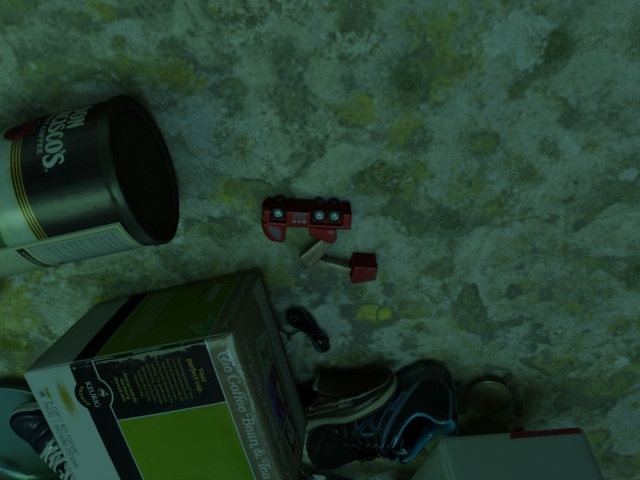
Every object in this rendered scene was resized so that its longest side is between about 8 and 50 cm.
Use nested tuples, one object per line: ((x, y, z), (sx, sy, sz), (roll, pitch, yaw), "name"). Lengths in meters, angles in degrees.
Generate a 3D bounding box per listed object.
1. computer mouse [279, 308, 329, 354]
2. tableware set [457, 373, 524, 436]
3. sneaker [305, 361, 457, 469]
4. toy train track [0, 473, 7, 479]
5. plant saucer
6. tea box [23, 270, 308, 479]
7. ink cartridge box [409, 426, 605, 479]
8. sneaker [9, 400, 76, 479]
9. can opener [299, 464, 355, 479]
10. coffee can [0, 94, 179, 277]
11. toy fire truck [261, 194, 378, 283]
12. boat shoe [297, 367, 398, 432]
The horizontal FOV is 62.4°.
((-0.088, 0.199, 0.969), (0.193, 0.042, 0.106), (-28, 118, 13), "computer mouse")
((0.346, 0.355, 1.082), (0.128, 0.039, 0.194), (-2, 115, 13), "tableware set")
((0.108, 0.365, 1.018), (0.341, 0.139, 0.125), (-38, 115, 19), "sneaker")
((-0.670, 0.469, 1.073), (0.048, 0.014, 0.083), (-37, 110, 26), "toy train track")
((-0.603, 0.398, 1.066), (0.318, 0.043, 0.317), (-1, 120, -2), "plant saucer")
((-0.219, 0.264, 0.861), (0.324, 0.220, 0.328), (-11, 109, 9), "tea box")
((0.325, 0.519, 1.023), (0.279, 0.160, 0.384), (-2, 139, -10), "ink cartridge box")
((-0.451, 0.406, 0.954), (0.282, 0.153, 0.099), (30, 114, -11), "sneaker")
((0.024, 0.548, 1.111), (0.284, 0.095, 0.075), (9, 117, 21), "can opener")
((-0.360, -0.064, 0.714), (0.276, 0.201, 0.201), (-12, 120, 5), "coffee can")
((0.000, 0.000, 0.855), (0.192, 0.047, 0.135), (2, 121, -3), "toy fire truck")
((0.017, 0.292, 1.001), (0.258, 0.095, 0.095), (-27, 112, 13), "boat shoe")
